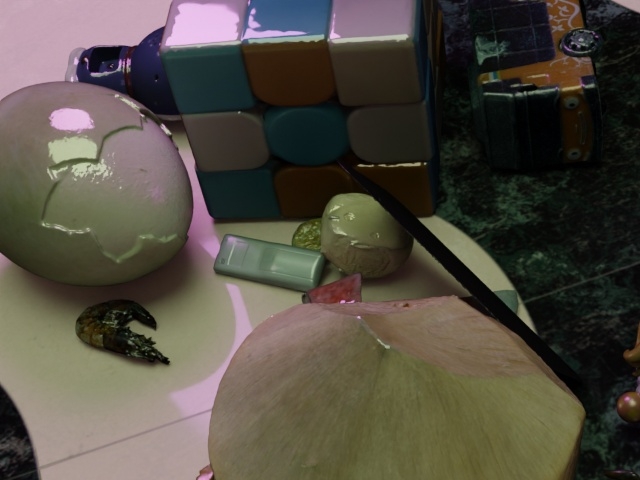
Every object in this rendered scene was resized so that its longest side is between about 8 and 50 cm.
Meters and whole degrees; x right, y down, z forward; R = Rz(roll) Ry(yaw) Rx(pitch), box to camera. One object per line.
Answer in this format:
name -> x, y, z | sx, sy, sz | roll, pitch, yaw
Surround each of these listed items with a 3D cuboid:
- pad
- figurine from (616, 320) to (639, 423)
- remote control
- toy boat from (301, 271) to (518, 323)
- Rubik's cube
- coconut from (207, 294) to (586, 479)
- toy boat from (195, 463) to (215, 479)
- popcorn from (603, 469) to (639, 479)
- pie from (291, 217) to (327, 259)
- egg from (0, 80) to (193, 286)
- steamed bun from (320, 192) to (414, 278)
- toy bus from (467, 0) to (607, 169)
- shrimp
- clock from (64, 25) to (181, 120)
pad -> 0.141, 0.051, 1.599 | 0.063, 0.315, 0.375 | -47, 65, 6
figurine -> 0.466, 0.191, 1.536 | 0.194, 0.133, 0.274 | -43, 56, 5
remote control -> -0.072, 0.029, 1.848 | 0.162, 0.029, 0.061 | 10, 70, 22
toy boat -> 0.127, 0.124, 1.710 | 0.282, 0.096, 0.206 | -6, 53, -9
Rubik's cube -> -0.006, -0.263, 1.891 | 0.347, 0.344, 0.347 | -2, 50, 9
coconut -> 0.084, 0.219, 1.400 | 0.415, 0.415, 0.344 | -18, 46, -4
toy boat -> -0.140, 0.399, 1.504 | 0.115, 0.089, 0.310 | -3, 48, 6
popcorn -> 0.366, 0.344, 1.323 | 0.297, 0.281, 0.316 | -22, 10, 47
pie -> 0.000, -0.001, 1.874 | 0.084, 0.021, 0.084 | -9, 49, 10
egg -> -0.322, -0.074, 1.837 | 0.336, 0.278, 0.278 | 19, 55, 23
steamed bun -> 0.060, -0.004, 1.812 | 0.130, 0.091, 0.112 | 13, 50, -6
toy bus -> 0.313, -0.263, 1.945 | 0.194, 0.162, 0.323 | -6, 46, 8
shrimp -> -0.262, 0.121, 1.815 | 0.161, 0.034, 0.091 | 21, 56, 29
clock -> -0.270, -0.252, 2.079 | 0.243, 0.146, 0.199 | -9, 43, 15
